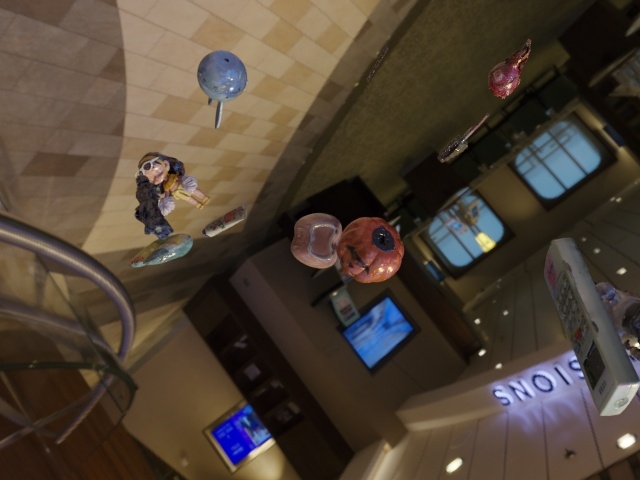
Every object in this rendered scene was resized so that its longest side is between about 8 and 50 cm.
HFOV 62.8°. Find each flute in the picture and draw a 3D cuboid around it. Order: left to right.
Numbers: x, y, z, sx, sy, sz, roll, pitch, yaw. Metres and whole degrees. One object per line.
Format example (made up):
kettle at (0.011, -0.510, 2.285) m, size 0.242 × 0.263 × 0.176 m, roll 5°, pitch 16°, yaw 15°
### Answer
flute at (0.220, -0.685, 2.048) m, size 0.014 × 0.014 × 0.269 m, roll -35°, pitch 178°, yaw -14°

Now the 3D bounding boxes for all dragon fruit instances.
dragon fruit at (0.559, -0.511, 1.562) m, size 0.094 × 0.094 × 0.190 m, roll -32°, pitch 154°, yaw -35°

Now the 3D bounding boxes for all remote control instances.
remote control at (0.526, 0.159, 1.045) m, size 0.050 × 0.344 × 0.145 m, roll -9°, pitch 138°, yaw 6°

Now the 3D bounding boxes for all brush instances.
brush at (0.605, -0.429, 2.200) m, size 0.084 × 0.071 × 0.301 m, roll -37°, pitch 174°, yaw -39°

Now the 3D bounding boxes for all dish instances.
dish at (0.000, 0.000, 1.913) m, size 0.213 × 0.213 × 0.090 m, roll -36°, pitch -173°, yaw -8°

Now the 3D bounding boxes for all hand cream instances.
hand cream at (-0.376, -0.072, 2.070) m, size 0.234 × 0.080 × 0.050 m, roll -26°, pitch 139°, yaw 28°

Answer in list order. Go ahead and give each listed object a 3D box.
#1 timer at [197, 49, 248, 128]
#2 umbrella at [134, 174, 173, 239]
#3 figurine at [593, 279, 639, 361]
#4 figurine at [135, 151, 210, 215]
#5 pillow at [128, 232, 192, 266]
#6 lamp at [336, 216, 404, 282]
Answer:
timer at (-0.311, -0.503, 1.718) m, size 0.175 × 0.175 × 0.255 m, roll -36°, pitch 158°, yaw -13°
umbrella at (-0.476, -0.094, 1.444) m, size 0.071 × 0.224 × 0.080 m, roll -39°, pitch 145°, yaw 15°
figurine at (0.782, 0.201, 1.282) m, size 0.186 × 0.261 × 0.382 m, roll -37°, pitch -174°, yaw -6°
figurine at (-0.463, -0.180, 1.651) m, size 0.175 × 0.240 × 0.116 m, roll -40°, pitch -161°, yaw 26°
pillow at (-0.573, 0.042, 1.909) m, size 0.233 × 0.086 × 0.214 m, roll -5°, pitch -158°, yaw 49°
lamp at (0.136, 0.031, 1.483) m, size 0.188 × 0.187 × 0.164 m, roll -30°, pitch 174°, yaw -39°
